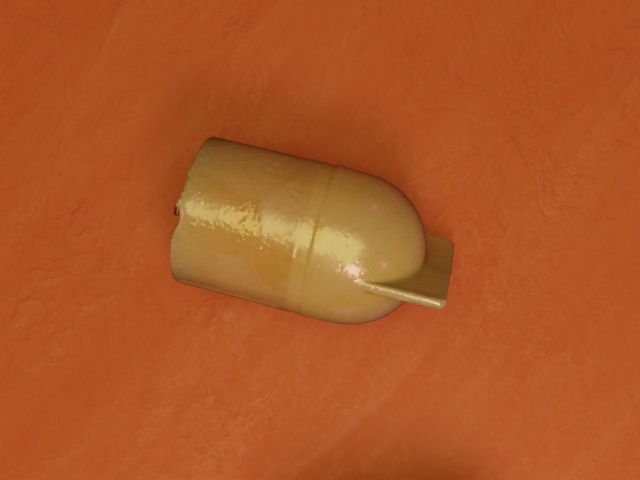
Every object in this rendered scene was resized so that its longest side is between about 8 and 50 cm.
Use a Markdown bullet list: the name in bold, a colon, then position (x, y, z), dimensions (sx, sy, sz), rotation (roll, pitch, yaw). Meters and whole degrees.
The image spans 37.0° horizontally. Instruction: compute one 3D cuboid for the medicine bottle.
- **medicine bottle**: position (0.000, 0.000, 1.450), dimensions (0.406, 0.236, 0.235), rotation (15, 86, 5)
